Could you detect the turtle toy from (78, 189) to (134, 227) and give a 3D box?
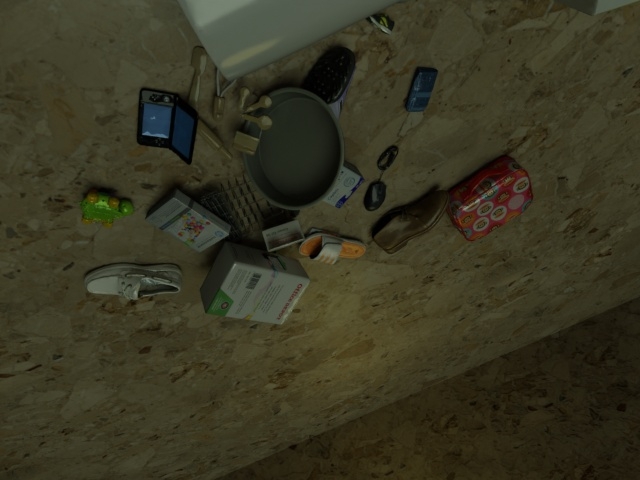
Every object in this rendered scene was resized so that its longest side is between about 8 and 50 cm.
[{"bbox_3d":[-0.552,-0.087,1.086,0.130,0.066,0.095,12,126,-33],"label":"turtle toy"}]

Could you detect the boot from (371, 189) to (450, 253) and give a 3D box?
[{"bbox_3d":[0.309,-0.077,1.456,0.305,0.112,0.115,-41,124,21],"label":"boot"}]

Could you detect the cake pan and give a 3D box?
[{"bbox_3d":[-0.065,-0.224,1.045,0.293,0.293,0.054,-53,167,27],"label":"cake pan"}]

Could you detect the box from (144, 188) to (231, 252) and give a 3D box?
[{"bbox_3d":[-0.368,-0.050,1.172,0.145,0.038,0.186,-26,133,33],"label":"box"}]

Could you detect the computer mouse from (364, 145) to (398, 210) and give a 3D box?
[{"bbox_3d":[0.198,-0.187,1.338,0.071,0.041,0.242,-2,132,-21],"label":"computer mouse"}]

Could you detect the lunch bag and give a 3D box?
[{"bbox_3d":[0.592,-0.152,1.490,0.293,0.120,0.258,-34,136,11],"label":"lunch bag"}]

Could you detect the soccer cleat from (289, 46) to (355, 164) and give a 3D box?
[{"bbox_3d":[0.008,-0.334,1.083,0.116,0.108,0.318,-12,136,-54],"label":"soccer cleat"}]

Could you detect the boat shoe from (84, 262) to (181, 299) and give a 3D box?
[{"bbox_3d":[-0.564,0.132,1.274,0.276,0.096,0.098,-5,134,-20],"label":"boat shoe"}]

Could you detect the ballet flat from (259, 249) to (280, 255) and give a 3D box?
[{"bbox_3d":[-0.240,0.076,1.392,0.230,0.077,0.077,-11,115,-18],"label":"ballet flat"}]

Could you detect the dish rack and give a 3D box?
[{"bbox_3d":[-0.203,-0.108,1.220,0.271,0.074,0.208,-22,136,0],"label":"dish rack"}]

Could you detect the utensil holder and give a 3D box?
[{"bbox_3d":[-0.059,-0.497,0.714,0.385,0.328,0.328,-26,137,4],"label":"utensil holder"}]

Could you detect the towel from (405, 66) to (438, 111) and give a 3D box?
[{"bbox_3d":[0.280,-0.414,1.159,0.067,0.029,0.120,-7,134,-19],"label":"towel"}]

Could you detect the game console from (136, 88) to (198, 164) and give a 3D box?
[{"bbox_3d":[-0.361,-0.263,0.984,0.124,0.085,0.144,2,131,-26],"label":"game console"}]

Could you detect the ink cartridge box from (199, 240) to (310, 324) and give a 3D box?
[{"bbox_3d":[-0.204,0.141,1.322,0.278,0.117,0.201,17,115,-36],"label":"ink cartridge box"}]

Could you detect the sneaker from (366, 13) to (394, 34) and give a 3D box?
[{"bbox_3d":[0.142,-0.522,0.996,0.083,0.031,0.035,14,112,-39],"label":"sneaker"}]

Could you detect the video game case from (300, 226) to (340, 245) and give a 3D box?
[{"bbox_3d":[0.000,0.000,1.457,0.122,0.011,0.087,13,126,-34],"label":"video game case"}]

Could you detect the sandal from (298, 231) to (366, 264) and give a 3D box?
[{"bbox_3d":[0.056,0.038,1.452,0.265,0.076,0.102,6,130,-28],"label":"sandal"}]

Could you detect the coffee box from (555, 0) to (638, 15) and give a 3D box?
[{"bbox_3d":[0.587,-0.689,0.798,0.338,0.338,0.334,-20,137,-5],"label":"coffee box"}]

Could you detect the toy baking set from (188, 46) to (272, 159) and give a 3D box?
[{"bbox_3d":[-0.230,-0.319,1.004,0.196,0.030,0.256,-40,116,19],"label":"toy baking set"}]

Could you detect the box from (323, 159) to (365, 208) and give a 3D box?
[{"bbox_3d":[0.037,-0.180,1.251,0.137,0.072,0.126,22,120,-37],"label":"box"}]

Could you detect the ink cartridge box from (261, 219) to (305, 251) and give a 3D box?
[{"bbox_3d":[-0.112,-0.013,1.270,0.115,0.067,0.198,-19,-179,-6],"label":"ink cartridge box"}]
